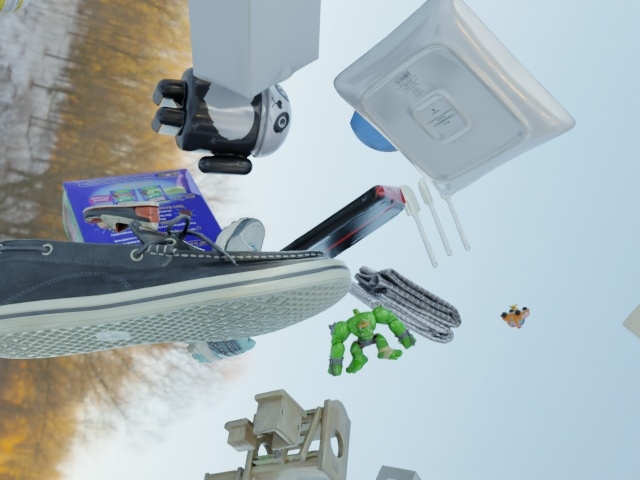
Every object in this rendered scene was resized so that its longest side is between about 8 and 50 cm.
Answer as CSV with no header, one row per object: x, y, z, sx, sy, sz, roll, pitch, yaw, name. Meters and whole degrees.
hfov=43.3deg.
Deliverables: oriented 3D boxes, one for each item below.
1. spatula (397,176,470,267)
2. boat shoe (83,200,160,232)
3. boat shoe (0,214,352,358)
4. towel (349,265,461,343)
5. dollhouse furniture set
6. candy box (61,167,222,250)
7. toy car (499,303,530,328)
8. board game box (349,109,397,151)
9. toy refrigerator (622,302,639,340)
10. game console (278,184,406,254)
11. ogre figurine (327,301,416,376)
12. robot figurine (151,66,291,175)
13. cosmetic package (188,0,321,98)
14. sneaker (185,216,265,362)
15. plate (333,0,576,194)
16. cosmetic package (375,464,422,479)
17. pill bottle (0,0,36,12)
0.317,-0.061,2.178,0.019,0.168,0.242,-19,-86,62,spatula
-0.303,-0.033,1.223,0.049,0.137,0.043,5,82,-67,boat shoe
-0.208,0.050,1.067,0.187,0.500,0.156,96,-13,-65,boat shoe
0.232,0.168,2.257,0.121,0.284,0.235,-61,-164,-1,towel
-0.082,0.227,0.963,0.182,0.161,0.101,-16,-137,25,dollhouse furniture set
-0.342,0.005,1.587,0.317,0.268,0.122,56,-35,42,candy box
0.408,0.153,1.641,0.060,0.122,0.040,-15,-93,27,toy car
0.141,-0.272,1.750,0.033,0.133,0.168,116,-5,-83,board game box
0.616,0.185,1.252,0.269,0.094,0.102,43,-83,31,toy refrigerator
0.000,0.000,1.735,0.386,0.060,0.342,-35,170,13,game console
0.096,0.210,1.737,0.097,0.197,0.118,-59,130,-72,ogre figurine
-0.196,-0.257,1.629,0.173,0.278,0.209,-116,-144,-56,robot figurine
-0.113,-0.471,1.410,0.217,0.156,0.385,-38,146,-41,cosmetic package
-0.123,0.080,1.361,0.122,0.110,0.283,-8,-129,29,sneaker
0.183,-0.196,1.202,0.277,0.278,0.045,-29,-156,50,plate
0.211,0.660,1.940,0.107,0.238,0.127,1,-135,33,cosmetic package
-0.358,-0.279,0.877,0.065,0.116,0.065,14,-64,31,pill bottle
